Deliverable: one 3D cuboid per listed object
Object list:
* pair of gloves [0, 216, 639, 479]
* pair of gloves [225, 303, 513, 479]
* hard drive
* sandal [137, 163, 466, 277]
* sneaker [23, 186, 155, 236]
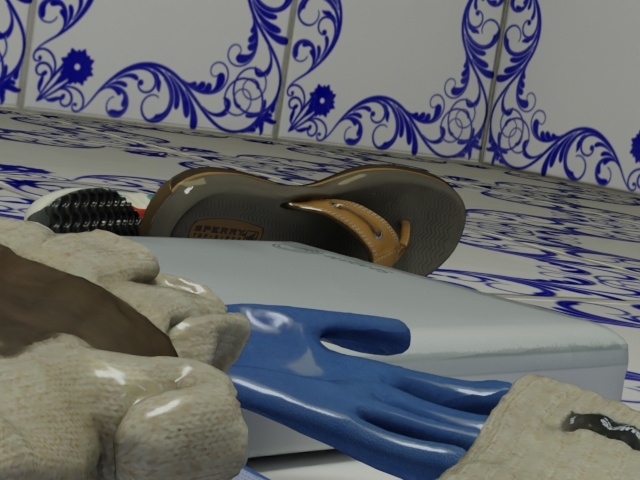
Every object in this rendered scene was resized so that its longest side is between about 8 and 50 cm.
[{"bbox_3d":[-0.021,0.057,0.322,0.240,0.042,0.204,19,17,9],"label":"pair of gloves"},{"bbox_3d":[-0.019,0.057,0.420,0.159,0.023,0.198,17,21,4],"label":"pair of gloves"},{"bbox_3d":[-0.067,0.036,0.629,0.233,0.047,0.353,15,8,43],"label":"hard drive"},{"bbox_3d":[0.000,0.000,0.893,0.219,0.090,0.060,6,23,-37],"label":"sandal"},{"bbox_3d":[-0.134,-0.001,0.894,0.075,0.057,0.161,-7,0,28],"label":"sneaker"}]
